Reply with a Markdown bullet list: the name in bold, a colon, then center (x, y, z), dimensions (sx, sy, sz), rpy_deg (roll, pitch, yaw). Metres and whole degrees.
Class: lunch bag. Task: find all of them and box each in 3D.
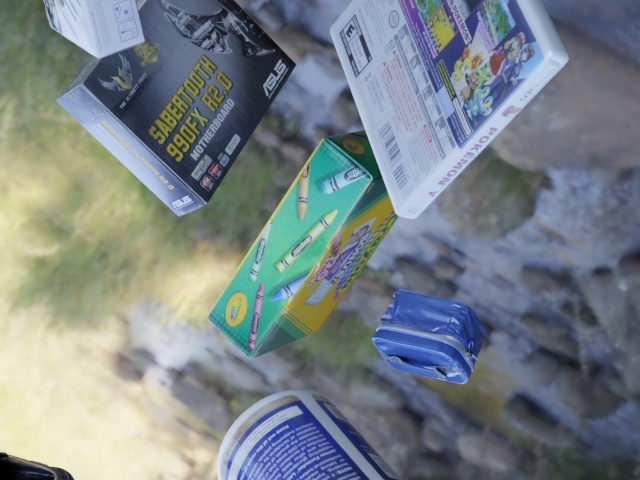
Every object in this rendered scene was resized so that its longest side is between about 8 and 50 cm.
- **lunch bag**: center (0.102, 0.093, 1.291), dimensions (0.098, 0.065, 0.067), rpy_deg (10, 154, 35)

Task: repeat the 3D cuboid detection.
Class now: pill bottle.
- **pill bottle**: center (0.014, 0.280, 1.435), dimensions (0.153, 0.153, 0.265), rpy_deg (46, 178, -41)

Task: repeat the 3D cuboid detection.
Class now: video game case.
- **video game case**: center (0.089, -0.148, 1.057), dimensions (0.023, 0.201, 0.183), rpy_deg (11, 136, -35)

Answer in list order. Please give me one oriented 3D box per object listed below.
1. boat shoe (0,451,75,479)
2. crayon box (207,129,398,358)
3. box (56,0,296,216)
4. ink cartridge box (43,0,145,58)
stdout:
- **boat shoe**: center (-0.362, 0.260, 1.549), dimensions (0.183, 0.066, 0.066), rpy_deg (-2, 150, 6)
- **crayon box**: center (0.000, 0.000, 1.667), dimensions (0.081, 0.278, 0.165), rpy_deg (42, -154, 17)
- **box**: center (-0.147, -0.170, 1.511), dimensions (0.183, 0.231, 0.056), rpy_deg (45, 142, -20)
- **ink cartridge box**: center (-0.197, -0.254, 1.095), dimensions (0.097, 0.046, 0.207), rpy_deg (35, 142, 49)
